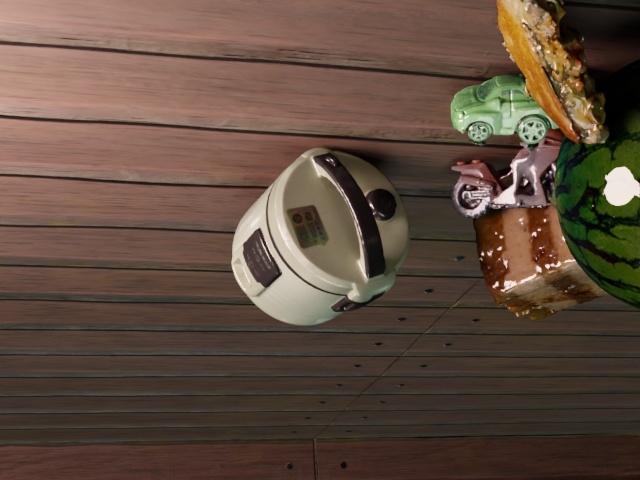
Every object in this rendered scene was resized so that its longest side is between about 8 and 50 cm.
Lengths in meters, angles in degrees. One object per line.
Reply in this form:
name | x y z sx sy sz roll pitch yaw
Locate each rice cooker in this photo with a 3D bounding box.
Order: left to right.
rice cooker | 0.000 0.000 1.474 0.226 0.226 0.244 8 154 -28

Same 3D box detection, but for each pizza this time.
pizza | 0.257 -0.212 1.159 0.069 0.147 0.226 -30 109 2

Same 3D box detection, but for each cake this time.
cake | 0.394 -0.017 1.547 0.293 0.198 0.196 -20 150 30

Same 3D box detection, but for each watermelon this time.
watermelon | 0.458 -0.073 1.254 0.363 0.363 0.363 -4 157 -2

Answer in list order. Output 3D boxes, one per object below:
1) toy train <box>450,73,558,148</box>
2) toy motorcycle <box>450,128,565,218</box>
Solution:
toy train | 0.240 -0.172 1.299 0.149 0.099 0.081 2 123 3
toy motorcycle | 0.281 -0.096 1.469 0.213 0.118 0.084 -5 180 34
